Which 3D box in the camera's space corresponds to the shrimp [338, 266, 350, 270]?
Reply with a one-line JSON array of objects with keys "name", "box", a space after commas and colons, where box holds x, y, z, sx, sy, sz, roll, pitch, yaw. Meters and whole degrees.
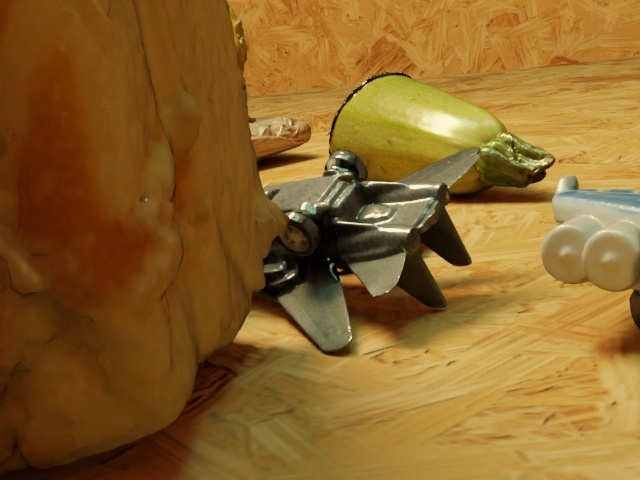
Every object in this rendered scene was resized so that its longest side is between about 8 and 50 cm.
[{"name": "shrimp", "box": [0.000, 0.001, 0.814, 0.178, 0.034, 0.124, -2, 19, 1]}]

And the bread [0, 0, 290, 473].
[{"name": "bread", "box": [-0.235, -0.078, 0.502, 0.371, 0.390, 0.279, -4, 23, 13]}]

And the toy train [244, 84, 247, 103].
[{"name": "toy train", "box": [-0.247, -0.192, 1.499, 0.304, 0.150, 0.221, -15, 0, -39]}]

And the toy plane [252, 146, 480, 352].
[{"name": "toy plane", "box": [-0.028, -0.004, 0.705, 0.267, 0.088, 0.212, -1, 37, 37]}]

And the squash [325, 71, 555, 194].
[{"name": "squash", "box": [0.113, -0.106, 1.024, 0.137, 0.137, 0.287, -12, 15, -22]}]

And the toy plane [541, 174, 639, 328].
[{"name": "toy plane", "box": [0.247, -0.014, 0.519, 0.266, 0.123, 0.267, -9, 14, 2]}]

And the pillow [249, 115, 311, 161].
[{"name": "pillow", "box": [-0.145, -0.131, 1.423, 0.270, 0.067, 0.173, -16, 9, -34]}]

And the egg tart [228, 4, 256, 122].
[{"name": "egg tart", "box": [-0.197, -0.073, 0.815, 0.339, 0.153, 0.352, -3, 50, 24]}]
